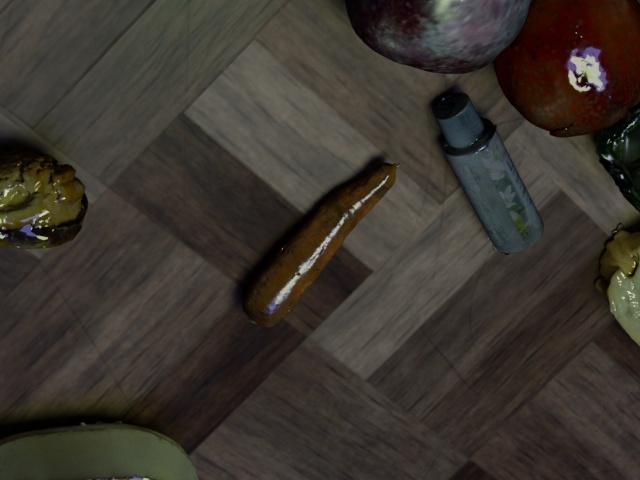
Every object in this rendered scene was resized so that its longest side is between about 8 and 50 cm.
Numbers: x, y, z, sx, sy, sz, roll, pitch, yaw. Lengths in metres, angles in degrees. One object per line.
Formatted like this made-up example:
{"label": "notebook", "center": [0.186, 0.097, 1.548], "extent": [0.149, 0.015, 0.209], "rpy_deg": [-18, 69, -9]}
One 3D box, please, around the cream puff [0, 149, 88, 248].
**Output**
{"label": "cream puff", "center": [-0.301, -0.040, 1.597], "extent": [0.133, 0.119, 0.104], "rpy_deg": [-2, 99, -35]}

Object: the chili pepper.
{"label": "chili pepper", "center": [0.384, -0.157, 1.816], "extent": [0.116, 0.148, 0.264], "rpy_deg": [12, 119, 6]}

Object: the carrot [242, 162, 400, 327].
{"label": "carrot", "center": [0.000, 0.000, 1.785], "extent": [0.248, 0.059, 0.059], "rpy_deg": [-49, 126, 5]}

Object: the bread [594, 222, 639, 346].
{"label": "bread", "center": [0.459, 0.043, 1.993], "extent": [0.211, 0.224, 0.183], "rpy_deg": [40, 110, 6]}

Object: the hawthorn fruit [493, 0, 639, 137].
{"label": "hawthorn fruit", "center": [0.266, -0.231, 1.699], "extent": [0.181, 0.181, 0.235], "rpy_deg": [-14, 105, -15]}

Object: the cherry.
{"label": "cherry", "center": [0.124, -0.261, 1.594], "extent": [0.195, 0.195, 0.195], "rpy_deg": [-11, 123, -17]}

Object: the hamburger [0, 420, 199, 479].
{"label": "hamburger", "center": [-0.281, 0.313, 1.803], "extent": [0.295, 0.151, 0.227], "rpy_deg": [1, 114, -15]}

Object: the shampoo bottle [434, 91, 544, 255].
{"label": "shampoo bottle", "center": [0.190, -0.077, 1.810], "extent": [0.072, 0.072, 0.214], "rpy_deg": [-33, 127, -1]}
